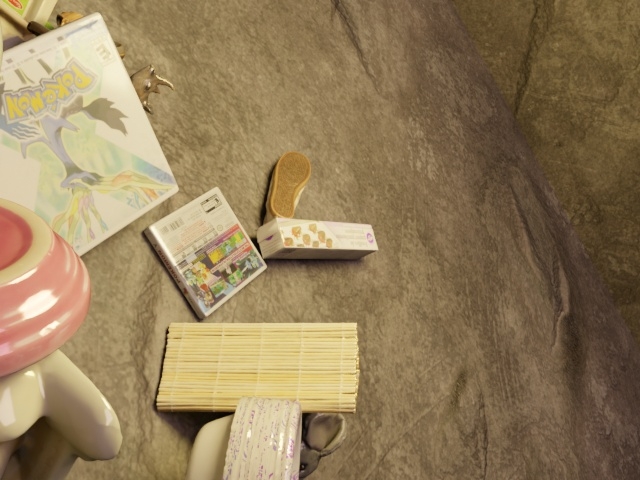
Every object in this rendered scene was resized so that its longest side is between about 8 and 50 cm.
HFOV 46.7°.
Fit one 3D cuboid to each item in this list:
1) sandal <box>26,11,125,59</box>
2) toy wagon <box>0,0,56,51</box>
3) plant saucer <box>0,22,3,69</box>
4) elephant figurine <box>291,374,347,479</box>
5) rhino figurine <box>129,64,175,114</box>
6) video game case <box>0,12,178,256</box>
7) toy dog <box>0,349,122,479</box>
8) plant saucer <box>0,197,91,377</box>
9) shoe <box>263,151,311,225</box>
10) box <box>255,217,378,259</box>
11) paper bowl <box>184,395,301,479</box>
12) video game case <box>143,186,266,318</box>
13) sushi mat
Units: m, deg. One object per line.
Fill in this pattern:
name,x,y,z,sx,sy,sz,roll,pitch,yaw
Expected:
sandal,-0.383,-0.332,1.188,0.090,0.060,0.219,27,15,16
toy wagon,-0.490,-0.383,1.100,0.345,0.068,0.267,-67,159,-7
plant saucer,-0.576,-0.244,0.828,0.400,0.100,0.401,2,83,-17
elephant figurine,-0.045,0.327,1.268,0.169,0.185,0.240,-149,-140,-81
rhino figurine,-0.353,-0.232,1.171,0.243,0.073,0.107,-7,105,-16
video game case,-0.384,-0.124,1.055,0.329,0.036,0.300,-41,122,-36
toy dog,-0.465,0.230,0.715,0.395,0.284,0.408,52,37,6
plant saucer,-0.418,0.032,0.794,0.332,0.332,0.084,-29,136,-52
shoe,-0.075,-0.105,1.534,0.076,0.058,0.219,28,43,-10
box,0.000,0.000,1.532,0.324,0.067,0.063,2,67,-51
paper bowl,-0.109,0.362,1.040,0.148,0.284,0.284,6,55,1
video game case,-0.201,0.017,1.338,0.184,0.023,0.201,59,37,-7
sushi mat,-0.095,0.201,1.185,0.019,0.316,0.152,88,2,-57
